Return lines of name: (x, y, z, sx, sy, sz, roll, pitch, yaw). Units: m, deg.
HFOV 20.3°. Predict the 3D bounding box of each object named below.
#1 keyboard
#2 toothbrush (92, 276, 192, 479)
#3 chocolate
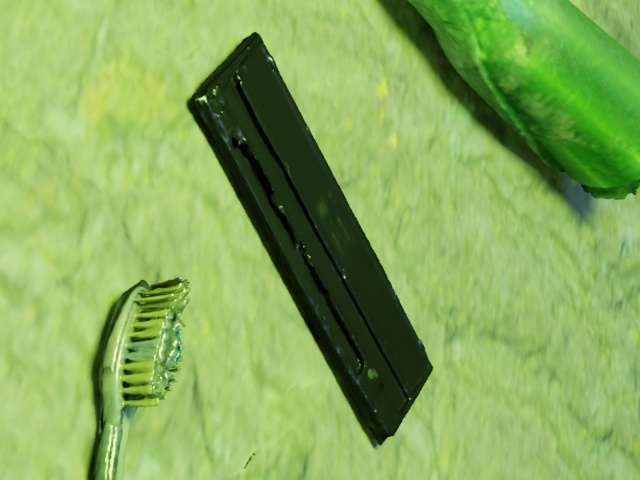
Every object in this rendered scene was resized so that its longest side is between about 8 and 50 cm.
keyboard: (0.000, 0.000, 1.062, 0.250, 0.017, 0.087, 61, 36, -22)
toothbrush: (-0.102, 0.206, 0.812, 0.035, 0.042, 0.413, 35, 53, -47)
chocolate: (0.147, -0.135, 1.268, 0.291, 0.110, 0.110, 33, 52, -44)
